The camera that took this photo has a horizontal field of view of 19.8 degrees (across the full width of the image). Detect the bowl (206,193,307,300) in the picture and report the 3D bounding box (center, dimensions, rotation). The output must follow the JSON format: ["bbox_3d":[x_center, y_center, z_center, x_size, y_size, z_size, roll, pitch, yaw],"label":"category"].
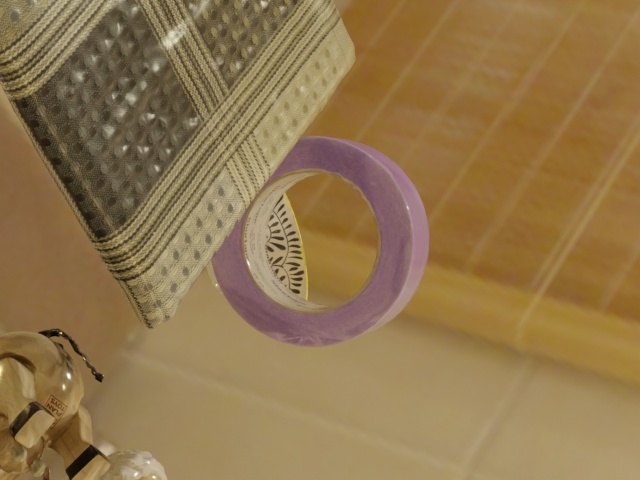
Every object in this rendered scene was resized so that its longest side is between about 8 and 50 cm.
[{"bbox_3d":[-0.080,0.014,1.997,0.170,0.080,0.170,166,-90,-73],"label":"bowl"}]

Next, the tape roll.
[{"bbox_3d":[0.000,0.000,1.661,0.189,0.189,0.080,30,9,11],"label":"tape roll"}]

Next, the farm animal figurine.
[{"bbox_3d":[-0.312,0.170,1.392,0.172,0.327,0.330,49,-13,49],"label":"farm animal figurine"}]

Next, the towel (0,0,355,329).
[{"bbox_3d":[-0.110,-0.153,1.359,0.056,0.324,0.312,5,-45,37],"label":"towel"}]
